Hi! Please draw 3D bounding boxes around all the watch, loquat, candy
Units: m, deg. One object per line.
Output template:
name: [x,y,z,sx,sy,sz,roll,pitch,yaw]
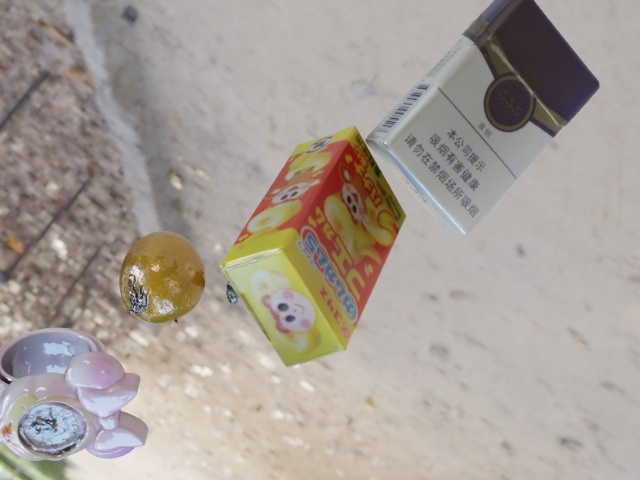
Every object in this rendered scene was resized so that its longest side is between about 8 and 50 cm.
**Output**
watch: [-0.417,0.232,2.047,0.217,0.248,0.211,-109,15,-56]
loquat: [-0.241,0.057,1.907,0.141,0.141,0.141,31,163,11]
candy: [0.000,0.000,1.402,0.088,0.276,0.146,-17,114,30]

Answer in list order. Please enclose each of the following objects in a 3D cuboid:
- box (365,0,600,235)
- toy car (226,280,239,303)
box: [0.197,-0.154,1.498,0.168,0.259,0.071,45,174,-22]
toy car: [-0.087,0.059,1.923,0.205,0.095,0.056,-14,93,68]
